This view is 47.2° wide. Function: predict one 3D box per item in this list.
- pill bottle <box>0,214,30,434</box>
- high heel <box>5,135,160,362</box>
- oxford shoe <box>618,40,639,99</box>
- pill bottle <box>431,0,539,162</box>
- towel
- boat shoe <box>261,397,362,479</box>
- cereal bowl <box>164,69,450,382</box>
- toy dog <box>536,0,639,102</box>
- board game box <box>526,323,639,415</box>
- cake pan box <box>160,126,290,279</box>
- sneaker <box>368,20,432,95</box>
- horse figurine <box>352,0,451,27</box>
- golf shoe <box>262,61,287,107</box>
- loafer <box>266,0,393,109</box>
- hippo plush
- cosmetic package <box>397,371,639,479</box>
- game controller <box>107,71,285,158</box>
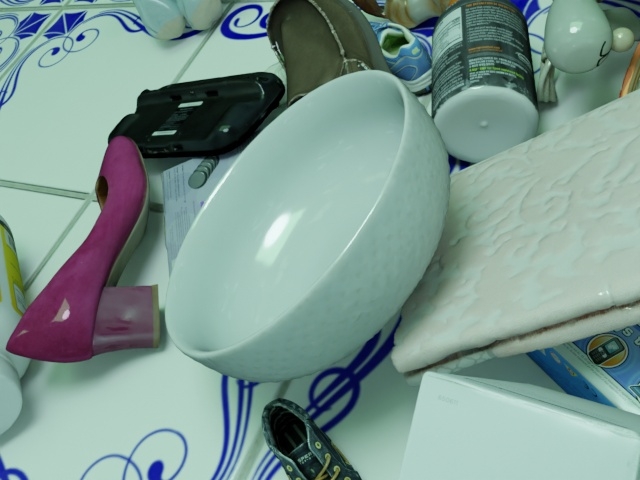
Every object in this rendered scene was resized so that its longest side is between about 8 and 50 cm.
[{"bbox_3d":[-0.491,0.103,0.975,0.188,0.188,0.334,-32,46,-2],"label":"pill bottle"},{"bbox_3d":[-0.322,-0.010,0.992,0.181,0.127,0.377,-1,47,-18],"label":"high heel"},{"bbox_3d":[0.435,-0.212,0.863,0.098,0.097,0.271,28,69,31],"label":"oxford shoe"},{"bbox_3d":[0.210,-0.230,0.957,0.130,0.130,0.246,-8,50,19],"label":"pill bottle"},{"bbox_3d":[0.232,-0.018,0.708,0.317,0.053,0.332,-24,25,32],"label":"towel"},{"bbox_3d":[0.002,0.233,0.704,0.065,0.083,0.183,-39,47,-9],"label":"boat shoe"},{"bbox_3d":[0.000,0.000,0.753,0.339,0.141,0.339,-34,33,26],"label":"cereal bowl"},{"bbox_3d":[0.360,-0.331,0.874,0.160,0.220,0.334,7,80,15],"label":"toy dog"},{"bbox_3d":[0.385,0.081,0.645,0.302,0.086,0.308,-36,47,-6],"label":"board game box"},{"bbox_3d":[-0.087,-0.036,0.982,0.245,0.070,0.267,-24,46,8],"label":"cake pan box"},{"bbox_3d":[0.101,-0.296,1.097,0.080,0.081,0.211,-40,46,-8],"label":"sneaker"},{"bbox_3d":[0.144,-0.379,1.112,0.263,0.174,0.066,6,59,45],"label":"horse figurine"},{"bbox_3d":[-0.040,-0.269,1.129,0.176,0.086,0.069,-31,77,2],"label":"golf shoe"},{"bbox_3d":[0.015,-0.204,0.952,0.130,0.134,0.366,-9,54,-35],"label":"loafer"},{"bbox_3d":[-0.294,-0.513,1.421,0.294,0.234,0.236,-6,18,2],"label":"hippo plush"},{"bbox_3d":[0.144,0.219,0.503,0.138,0.224,0.224,12,85,34],"label":"cosmetic package"},{"bbox_3d":[-0.200,-0.189,1.132,0.319,0.067,0.166,4,56,41],"label":"game controller"}]
